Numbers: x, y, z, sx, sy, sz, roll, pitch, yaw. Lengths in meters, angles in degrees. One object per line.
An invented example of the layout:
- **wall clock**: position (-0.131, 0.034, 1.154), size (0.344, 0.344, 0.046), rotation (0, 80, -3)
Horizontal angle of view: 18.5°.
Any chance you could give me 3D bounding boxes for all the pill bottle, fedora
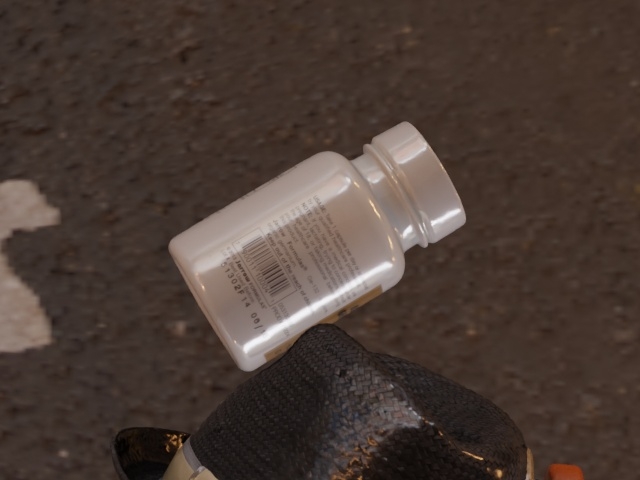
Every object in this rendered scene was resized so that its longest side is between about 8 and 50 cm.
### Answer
- **pill bottle**: position (0.000, 0.000, 1.657), size (0.229, 0.131, 0.131), rotation (-31, 105, -5)
- **fedora**: position (0.030, 0.148, 1.244), size (0.334, 0.334, 0.153), rotation (26, 94, -28)

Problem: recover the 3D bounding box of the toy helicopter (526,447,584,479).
- **toy helicopter**: position (0.165, 0.363, 1.762), size (0.140, 0.235, 0.355), rotation (4, 88, 0)
